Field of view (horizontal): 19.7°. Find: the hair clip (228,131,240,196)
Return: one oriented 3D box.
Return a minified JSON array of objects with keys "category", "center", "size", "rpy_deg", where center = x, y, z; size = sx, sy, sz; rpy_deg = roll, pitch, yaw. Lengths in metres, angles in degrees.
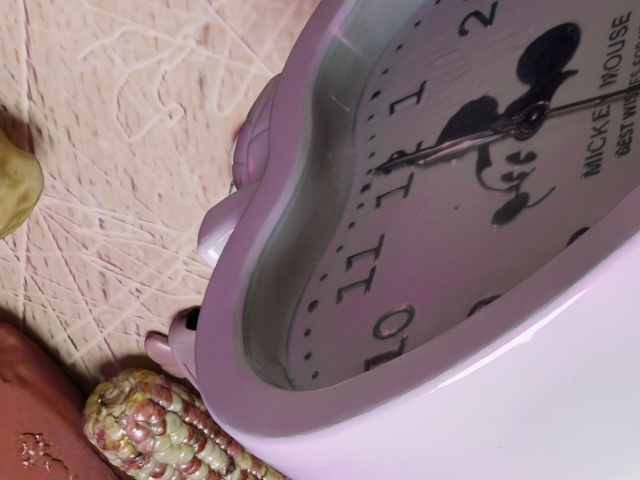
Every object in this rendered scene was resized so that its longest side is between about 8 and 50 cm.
[{"category":"hair clip","center":[0.000,0.000,1.126],"size":[0.116,0.049,0.172],"rpy_deg":[4,135,0]}]

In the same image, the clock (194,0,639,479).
[{"category":"clock","center":[0.087,-0.033,0.797],"size":[0.338,0.338,0.102],"rpy_deg":[-18,132,42]}]

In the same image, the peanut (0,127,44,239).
[{"category":"peanut","center":[-0.296,-0.054,1.136],"size":[0.253,0.122,0.137],"rpy_deg":[4,141,15]}]

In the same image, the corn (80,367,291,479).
[{"category":"corn","center":[-0.075,0.174,1.355],"size":[0.079,0.079,0.237],"rpy_deg":[-17,133,41]}]

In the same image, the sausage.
[{"category":"sausage","center":[-0.228,0.161,1.358],"size":[0.152,0.152,0.279],"rpy_deg":[-7,136,33]}]

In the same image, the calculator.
[{"category":"calculator","center":[-0.049,0.085,1.272],"size":[0.166,0.024,0.103],"rpy_deg":[0,140,29]}]
